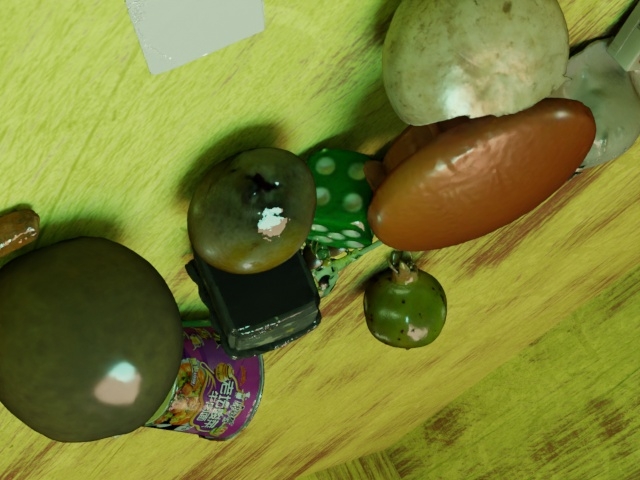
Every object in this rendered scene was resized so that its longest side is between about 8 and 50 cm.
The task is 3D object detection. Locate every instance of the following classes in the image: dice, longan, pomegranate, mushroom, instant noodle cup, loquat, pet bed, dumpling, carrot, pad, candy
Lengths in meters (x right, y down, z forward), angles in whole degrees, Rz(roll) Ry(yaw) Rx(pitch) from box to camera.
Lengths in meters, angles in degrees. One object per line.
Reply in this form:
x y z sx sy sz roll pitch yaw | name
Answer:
0.032 -0.064 1.476 0.120 0.128 0.131 7 163 10 | dice
-0.336 0.142 1.327 0.297 0.297 0.297 -24 158 -10 | longan
0.183 0.139 2.087 0.198 0.198 0.246 -28 145 0 | pomegranate
0.194 -0.276 1.222 0.254 0.195 0.189 -17 123 -12 | mushroom
-0.258 0.258 1.777 0.190 0.251 0.251 12 136 -45 | instant noodle cup
-0.097 -0.044 1.360 0.179 0.179 0.227 -7 158 -42 | loquat
-0.110 0.072 1.549 0.183 0.211 0.159 -22 161 -17 | pet bed
0.469 -0.238 1.660 0.293 0.204 0.163 -39 -169 -14 | dumpling
-0.452 0.012 1.222 0.186 0.060 0.060 -29 158 -4 | carrot
-0.138 -0.274 1.029 0.156 0.004 0.232 -24 158 -9 | pad
0.072 0.026 1.876 0.305 0.083 0.091 -28 143 -22 | candy

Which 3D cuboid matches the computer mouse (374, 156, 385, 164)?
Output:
0.164 -0.101 1.662 0.379 0.090 0.167 4 141 -50 | computer mouse

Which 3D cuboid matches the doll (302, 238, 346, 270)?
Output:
-0.006 -0.009 1.552 0.078 0.113 0.076 -30 120 17 | doll

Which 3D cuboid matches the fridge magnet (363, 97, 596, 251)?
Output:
0.234 -0.104 1.386 0.363 0.155 0.363 -19 157 -8 | fridge magnet

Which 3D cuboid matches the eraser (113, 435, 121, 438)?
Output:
-0.433 0.369 2.027 0.117 0.058 0.172 -26 158 -6 | eraser

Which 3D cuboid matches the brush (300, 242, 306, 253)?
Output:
-0.059 0.006 1.677 0.067 0.072 0.313 29 125 -35 | brush

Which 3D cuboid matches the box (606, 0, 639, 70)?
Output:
0.584 -0.378 1.543 0.141 0.058 0.201 -14 145 -33 | box
